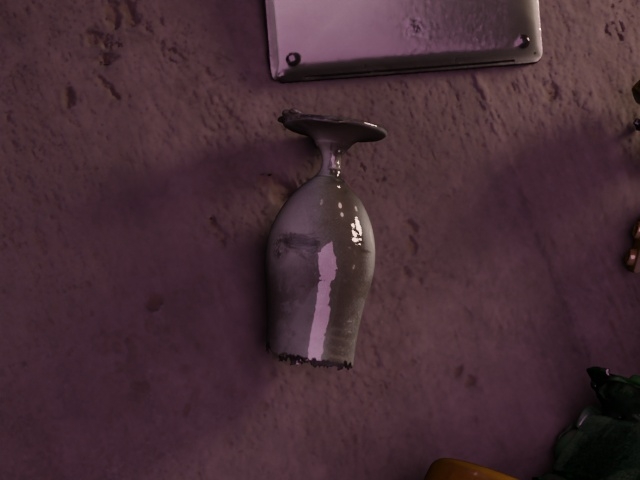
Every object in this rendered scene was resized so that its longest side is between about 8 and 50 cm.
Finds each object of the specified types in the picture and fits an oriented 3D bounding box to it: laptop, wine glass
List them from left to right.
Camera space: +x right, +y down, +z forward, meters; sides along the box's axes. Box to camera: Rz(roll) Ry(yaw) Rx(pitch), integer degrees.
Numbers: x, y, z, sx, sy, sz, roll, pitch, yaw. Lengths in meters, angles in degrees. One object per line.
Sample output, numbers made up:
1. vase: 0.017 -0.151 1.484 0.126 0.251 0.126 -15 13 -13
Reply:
1. wine glass: 0.000 0.000 1.719 0.103 0.103 0.222 8 81 -14
2. laptop: 0.076 -0.248 1.798 0.269 0.015 0.187 -6 93 -15

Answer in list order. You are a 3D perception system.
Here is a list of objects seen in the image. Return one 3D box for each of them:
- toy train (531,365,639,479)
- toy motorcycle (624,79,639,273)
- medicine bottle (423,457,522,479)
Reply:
1. toy train: 0.320 0.212 1.705 0.202 0.266 0.145 33 78 -20
2. toy motorcycle: 0.338 -0.069 1.828 0.130 0.094 0.229 15 94 -8
3. medicine bottle: 0.159 0.336 1.659 0.238 0.238 0.232 28 80 -11
